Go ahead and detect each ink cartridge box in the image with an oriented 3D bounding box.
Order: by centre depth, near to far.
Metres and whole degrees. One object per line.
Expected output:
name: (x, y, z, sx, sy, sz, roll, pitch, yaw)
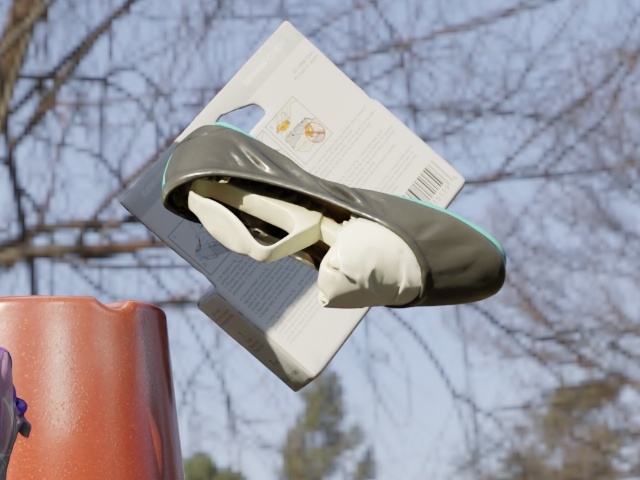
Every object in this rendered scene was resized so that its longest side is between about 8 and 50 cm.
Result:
ink cartridge box: (-0.027, -0.036, 1.545, 0.239, 0.275, 0.060, 41, -30, -4)

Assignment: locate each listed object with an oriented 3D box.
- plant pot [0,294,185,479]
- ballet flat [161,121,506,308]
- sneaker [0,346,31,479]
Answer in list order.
plant pot: (-0.219, 0.186, 1.285, 0.272, 0.265, 0.272, -3, -11, 0)
ballet flat: (0.000, 0.000, 1.251, 0.280, 0.096, 0.095, 22, -45, 18)
sneaker: (-0.234, 0.141, 1.077, 0.095, 0.104, 0.236, 21, -35, 6)
